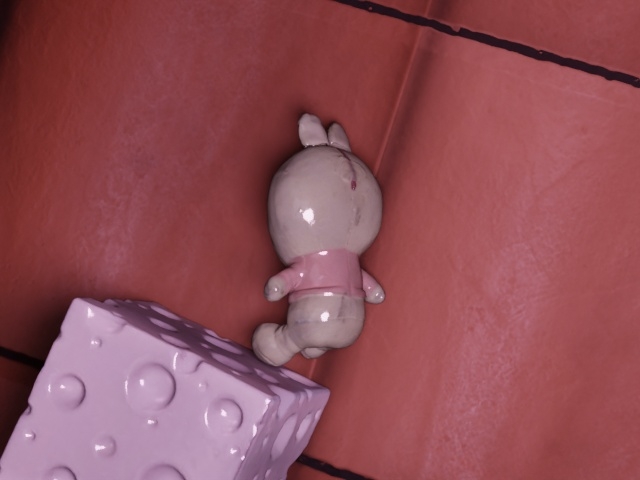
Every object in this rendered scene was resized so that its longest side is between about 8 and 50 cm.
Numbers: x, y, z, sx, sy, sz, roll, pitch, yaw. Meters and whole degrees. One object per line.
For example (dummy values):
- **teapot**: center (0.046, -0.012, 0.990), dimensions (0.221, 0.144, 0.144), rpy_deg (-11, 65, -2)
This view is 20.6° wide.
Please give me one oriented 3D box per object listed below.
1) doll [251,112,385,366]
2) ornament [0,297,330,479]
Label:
- **doll**: center (0.007, 0.004, 1.889), dimensions (0.113, 0.155, 0.275), rpy_deg (6, 87, 53)
- **ornament**: center (-0.167, 0.216, 1.863), dimensions (0.240, 0.240, 0.239), rpy_deg (25, 94, 15)
